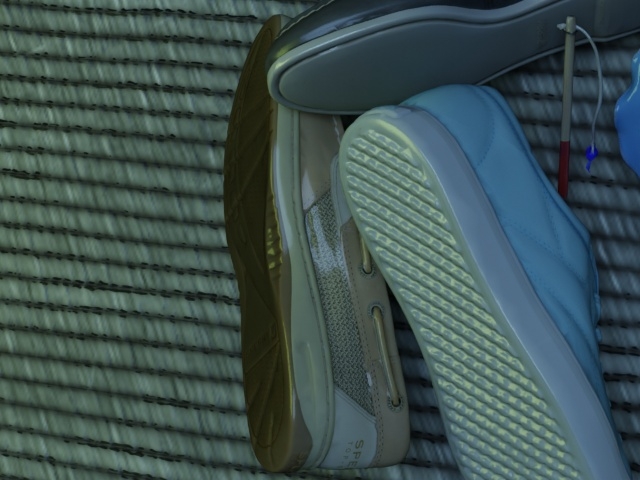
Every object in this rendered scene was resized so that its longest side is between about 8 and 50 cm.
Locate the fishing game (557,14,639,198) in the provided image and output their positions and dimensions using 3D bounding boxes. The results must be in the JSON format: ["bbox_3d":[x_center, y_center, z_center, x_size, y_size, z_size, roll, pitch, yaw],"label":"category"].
[{"bbox_3d":[0.295,-0.091,1.056,0.264,0.041,0.189,4,115,13],"label":"fishing game"}]

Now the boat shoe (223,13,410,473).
[{"bbox_3d":[0.000,0.000,1.114,0.110,0.121,0.341,3,72,-21],"label":"boat shoe"}]

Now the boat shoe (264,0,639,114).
[{"bbox_3d":[0.112,-0.175,1.083,0.335,0.112,0.096,-16,61,-9],"label":"boat shoe"}]

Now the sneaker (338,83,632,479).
[{"bbox_3d":[0.154,0.057,1.052,0.150,0.135,0.366,-28,99,-35],"label":"sneaker"}]
